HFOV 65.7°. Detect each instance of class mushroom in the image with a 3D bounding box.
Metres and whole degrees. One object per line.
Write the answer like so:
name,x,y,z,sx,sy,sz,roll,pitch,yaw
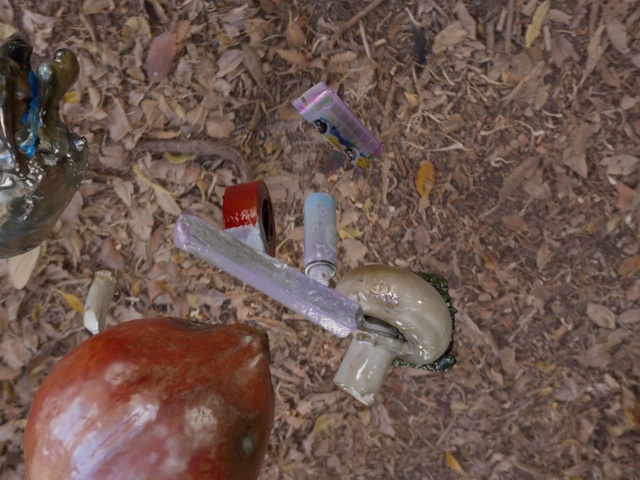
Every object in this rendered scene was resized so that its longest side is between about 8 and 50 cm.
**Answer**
mushroom,-0.596,0.172,1.341,0.071,0.209,0.084,-4,129,-5
mushroom,0.131,0.208,1.114,0.293,0.290,0.292,27,155,14

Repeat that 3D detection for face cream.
face cream,0.000,0.000,1.086,0.075,0.229,0.075,0,142,0

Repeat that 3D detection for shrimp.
shrimp,-0.383,-0.080,0.549,0.221,0.109,0.446,28,141,-37

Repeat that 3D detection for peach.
peach,-0.150,0.182,0.502,0.257,0.232,0.232,-43,109,11

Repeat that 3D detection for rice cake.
rice cake,-0.092,0.069,0.907,0.399,0.064,0.070,29,148,-5

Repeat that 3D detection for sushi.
sushi,0.268,0.226,1.452,0.178,0.352,0.294,8,83,-4

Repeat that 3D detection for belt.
belt,-0.210,-0.047,1.473,0.115,0.323,0.227,-11,126,5

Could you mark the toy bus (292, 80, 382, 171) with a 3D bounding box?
toy bus,0.050,-0.310,1.362,0.112,0.090,0.274,-43,131,11
